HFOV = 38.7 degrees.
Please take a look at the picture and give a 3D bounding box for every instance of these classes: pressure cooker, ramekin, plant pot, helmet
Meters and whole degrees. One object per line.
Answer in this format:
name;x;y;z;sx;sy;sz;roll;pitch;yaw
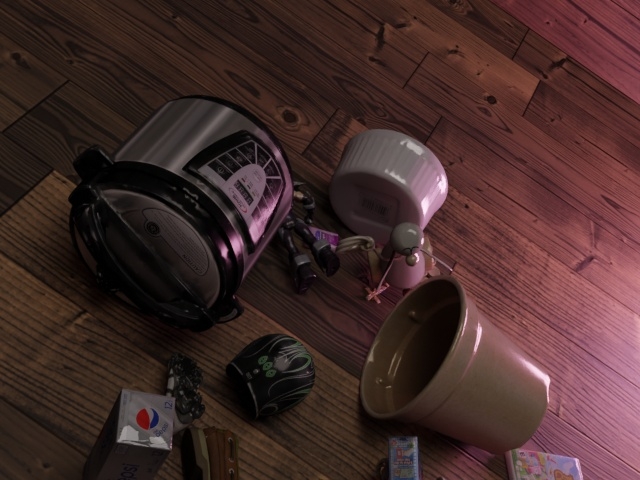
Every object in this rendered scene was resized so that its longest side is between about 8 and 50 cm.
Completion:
pressure cooker;-0.280;-0.040;1.809;0.370;0.375;0.420;20;44;13
ramekin;0.154;-0.119;2.187;0.277;0.277;0.135;33;52;-3
plant pot;0.304;0.289;1.932;0.305;0.334;0.334;32;44;-19
helmet;-0.089;0.264;1.817;0.161;0.169;0.169;-25;68;-23

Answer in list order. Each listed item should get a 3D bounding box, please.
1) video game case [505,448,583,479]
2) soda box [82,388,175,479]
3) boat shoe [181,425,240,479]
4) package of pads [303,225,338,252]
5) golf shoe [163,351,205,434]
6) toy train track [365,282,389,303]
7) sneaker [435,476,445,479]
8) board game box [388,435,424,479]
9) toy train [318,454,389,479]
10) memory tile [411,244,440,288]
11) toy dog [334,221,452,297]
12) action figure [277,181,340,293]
video game case;0.505;0.566;1.997;0.193;0.023;0.212;14;49;-20
soda box;-0.323;0.358;1.505;0.091;0.286;0.098;13;49;-19
boat shoe;-0.172;0.470;1.624;0.104;0.110;0.307;5;52;-25
package of pads;0.000;0.000;2.163;0.083;0.032;0.050;17;51;-17
golf shoe;-0.275;0.290;1.742;0.077;0.094;0.198;34;17;-21
toy train track;0.136;0.119;2.157;0.048;0.014;0.083;48;46;12
sneaker;0.278;0.543;1.874;0.067;0.042;0.118;10;45;-31
board game box;0.168;0.510;1.757;0.060;0.194;0.194;-3;49;10
toy train;0.053;0.490;1.761;0.143;0.105;0.248;13;42;2
memory tile;0.243;0.060;2.268;0.113;0.012;0.148;6;53;-26
toy dog;0.186;0.066;2.042;0.334;0.220;0.161;12;62;-68
action figure;-0.072;-0.028;2.084;0.185;0.099;0.285;-24;66;-15
